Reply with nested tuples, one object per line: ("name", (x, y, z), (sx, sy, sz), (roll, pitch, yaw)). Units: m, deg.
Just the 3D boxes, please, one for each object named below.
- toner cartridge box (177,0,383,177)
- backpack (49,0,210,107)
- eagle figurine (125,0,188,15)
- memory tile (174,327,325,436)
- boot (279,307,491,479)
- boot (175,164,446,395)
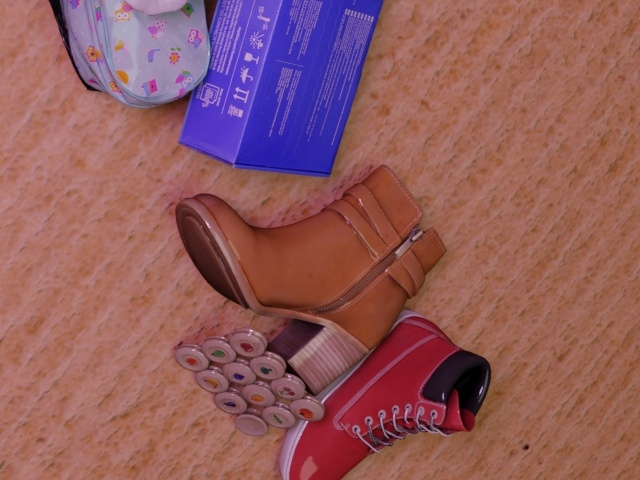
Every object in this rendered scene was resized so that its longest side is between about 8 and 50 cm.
("toner cartridge box", (-0.012, -0.238, 1.296), (0.165, 0.075, 0.348), (2, 108, -58))
("backpack", (-0.170, -0.209, 1.224), (0.152, 0.115, 0.182), (-16, 113, -24))
("eagle figurine", (-0.123, -0.358, 1.130), (0.225, 0.298, 0.226), (-27, 137, -3))
("memory tile", (-0.073, 0.148, 1.423), (0.148, 0.113, 0.012), (51, 39, -32))
("boot", (0.070, 0.200, 1.474), (0.244, 0.176, 0.088), (-51, 126, -3))
("boot", (0.000, 0.000, 1.405), (0.220, 0.109, 0.283), (-45, 119, -12))
